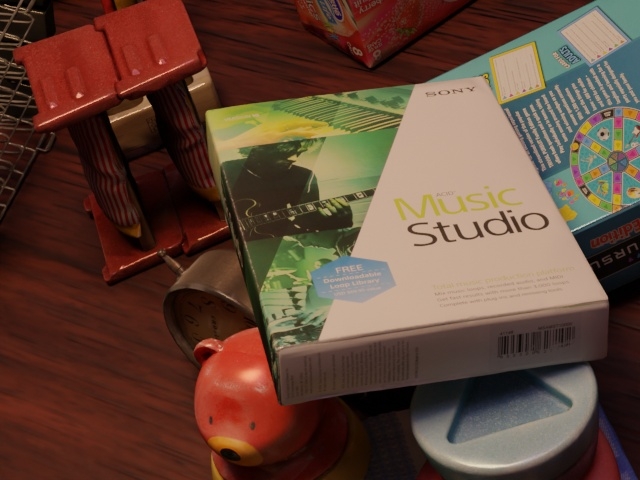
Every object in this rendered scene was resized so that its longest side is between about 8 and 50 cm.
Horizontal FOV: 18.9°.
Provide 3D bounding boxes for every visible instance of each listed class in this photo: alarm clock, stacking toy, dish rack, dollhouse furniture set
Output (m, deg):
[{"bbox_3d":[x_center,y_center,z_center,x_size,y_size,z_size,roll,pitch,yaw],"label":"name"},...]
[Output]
[{"bbox_3d":[-0.041,0.074,1.502,0.192,0.129,0.064,29,57,25],"label":"alarm clock"},{"bbox_3d":[0.040,0.173,1.307,0.309,0.130,0.279,-3,44,17],"label":"stacking toy"},{"bbox_3d":[-0.308,-0.115,1.755,0.074,0.208,0.271,11,49,10],"label":"dish rack"},{"bbox_3d":[-0.187,-0.164,1.755,0.152,0.201,0.374,-21,42,-2],"label":"dollhouse furniture set"}]

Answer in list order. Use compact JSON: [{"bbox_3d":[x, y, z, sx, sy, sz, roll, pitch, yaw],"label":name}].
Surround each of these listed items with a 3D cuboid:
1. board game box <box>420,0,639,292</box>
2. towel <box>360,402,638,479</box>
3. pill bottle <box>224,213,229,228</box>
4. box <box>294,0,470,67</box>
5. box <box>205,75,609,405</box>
[{"bbox_3d":[0.219,-0.077,1.565,0.336,0.079,0.254,-25,41,7],"label":"board game box"},{"bbox_3d":[0.086,0.193,1.393,0.285,0.034,0.209,-19,42,0],"label":"towel"},{"bbox_3d":[0.000,0.000,1.587,0.094,0.094,0.169,-33,42,-15],"label":"pill bottle"},{"bbox_3d":[0.096,-0.298,1.847,0.257,0.128,0.122,-35,43,-18],"label":"box"},{"bbox_3d":[0.052,-0.011,1.410,0.232,0.058,0.322,-8,33,-9],"label":"box"}]
